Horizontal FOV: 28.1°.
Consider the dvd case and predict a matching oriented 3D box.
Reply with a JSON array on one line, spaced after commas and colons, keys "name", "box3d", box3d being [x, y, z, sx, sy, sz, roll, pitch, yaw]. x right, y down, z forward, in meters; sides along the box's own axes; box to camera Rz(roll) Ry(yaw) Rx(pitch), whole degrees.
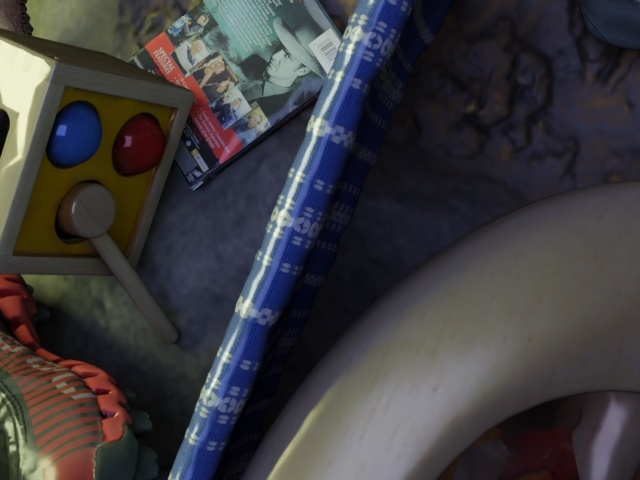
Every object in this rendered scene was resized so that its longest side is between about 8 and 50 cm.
[{"name": "dvd case", "box3d": [-0.047, -0.097, 0.719, 0.119, 0.013, 0.087, -36, 78, 12]}]

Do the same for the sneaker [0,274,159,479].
[{"name": "sneaker", "box3d": [-0.178, 0.080, 0.622, 0.276, 0.135, 0.098, 34, 106, 52]}]

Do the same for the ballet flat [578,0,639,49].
[{"name": "ballet flat", "box3d": [0.223, -0.112, 0.600, 0.213, 0.068, 0.072, 14, 61, 23]}]

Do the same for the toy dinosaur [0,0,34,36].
[{"name": "toy dinosaur", "box3d": [-0.191, -0.251, 0.716, 0.200, 0.127, 0.296, -23, 87, 6]}]

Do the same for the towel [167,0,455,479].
[{"name": "towel", "box3d": [0.000, 0.000, 0.588, 0.040, 0.243, 0.336, 22, 94, 2]}]

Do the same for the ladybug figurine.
[{"name": "ladybug figurine", "box3d": [0.079, 0.187, 0.566, 0.305, 0.162, 0.449, 24, 91, -13]}]

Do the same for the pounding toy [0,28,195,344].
[{"name": "pounding toy", "box3d": [-0.130, -0.026, 0.683, 0.100, 0.130, 0.141, 25, 101, 30]}]
